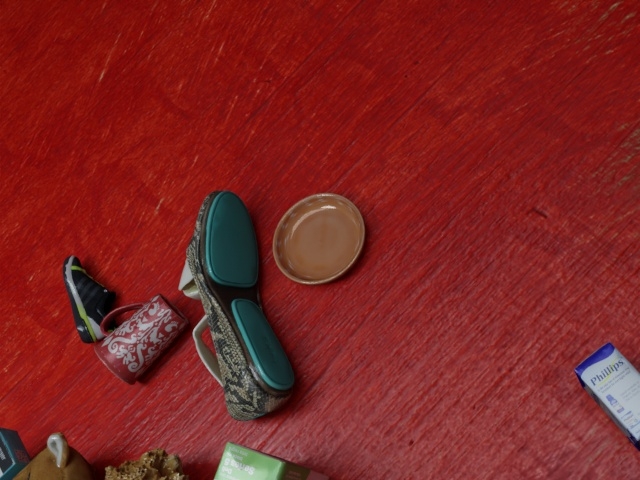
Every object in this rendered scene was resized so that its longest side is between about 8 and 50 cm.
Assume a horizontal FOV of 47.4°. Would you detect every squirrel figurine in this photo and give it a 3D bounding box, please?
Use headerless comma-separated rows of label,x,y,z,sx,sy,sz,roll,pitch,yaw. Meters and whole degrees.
squirrel figurine,-0.402,0.528,1.318,0.397,0.281,0.370,-22,49,-3

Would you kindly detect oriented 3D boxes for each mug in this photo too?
mug,-0.377,0.186,1.505,0.169,0.113,0.150,-44,87,-5

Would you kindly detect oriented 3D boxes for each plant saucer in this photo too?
plant saucer,0.000,0.000,1.479,0.200,0.037,0.200,-10,63,20

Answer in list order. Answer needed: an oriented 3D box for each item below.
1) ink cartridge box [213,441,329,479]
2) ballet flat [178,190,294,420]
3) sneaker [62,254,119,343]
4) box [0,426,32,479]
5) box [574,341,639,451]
ink cartridge box,-0.109,0.484,1.167,0.115,0.198,0.272,12,72,27
ballet flat,-0.193,0.129,1.448,0.182,0.164,0.482,-36,58,29
sneaker,-0.506,0.128,1.629,0.097,0.084,0.234,-19,59,-13
box,-0.685,0.489,1.432,0.244,0.060,0.100,-44,58,0
box,0.466,0.241,1.117,0.072,0.126,0.137,-39,58,5
